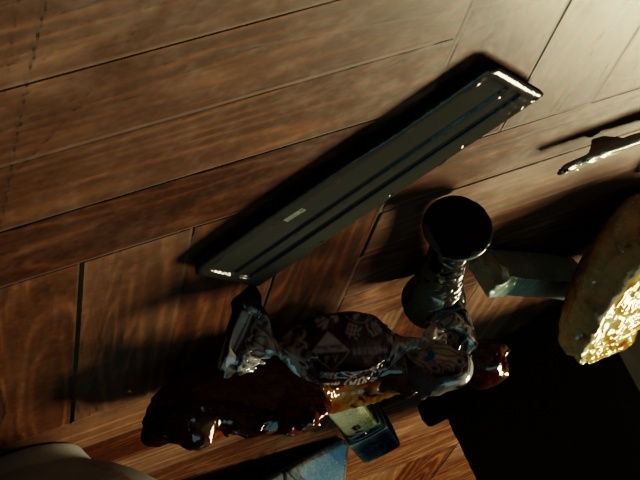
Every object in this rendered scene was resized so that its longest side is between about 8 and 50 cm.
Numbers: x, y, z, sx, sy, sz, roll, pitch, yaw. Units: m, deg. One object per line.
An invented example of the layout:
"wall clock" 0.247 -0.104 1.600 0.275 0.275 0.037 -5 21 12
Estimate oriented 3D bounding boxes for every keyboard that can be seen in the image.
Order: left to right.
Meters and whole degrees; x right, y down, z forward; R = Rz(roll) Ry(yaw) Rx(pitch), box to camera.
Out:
"keyboard" -0.007 -0.010 1.111 0.381 0.041 0.103 -40 155 19

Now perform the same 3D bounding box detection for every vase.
"vase" 0.105 0.022 1.272 0.059 0.059 0.167 -21 159 -12

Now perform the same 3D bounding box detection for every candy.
"candy" 0.025 0.082 1.219 0.226 0.094 0.051 2 158 -20

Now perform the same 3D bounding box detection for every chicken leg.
"chicken leg" 0.000 0.127 1.316 0.322 0.083 0.177 -13 -171 -24

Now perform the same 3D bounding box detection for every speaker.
"speaker" 0.288 0.221 1.720 0.254 0.232 0.184 -35 156 24

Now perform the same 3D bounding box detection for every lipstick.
"lipstick" 0.031 0.175 1.579 0.051 0.051 0.312 -25 158 3

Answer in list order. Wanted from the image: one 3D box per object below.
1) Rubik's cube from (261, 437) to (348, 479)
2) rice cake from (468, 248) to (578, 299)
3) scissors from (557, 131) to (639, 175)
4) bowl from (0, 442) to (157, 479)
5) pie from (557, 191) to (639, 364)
"Rubik's cube" -0.096 0.370 1.731 0.233 0.229 0.228 7 123 -4
"rice cake" 0.202 0.035 1.437 0.034 0.043 0.211 -44 155 23
"scissors" 0.286 -0.095 1.247 0.212 0.021 0.110 -19 162 -16
"bowl" -0.255 0.283 1.356 0.345 0.157 0.345 -21 159 -8
"pie" 0.302 0.032 1.448 0.205 0.084 0.179 -12 140 -52
